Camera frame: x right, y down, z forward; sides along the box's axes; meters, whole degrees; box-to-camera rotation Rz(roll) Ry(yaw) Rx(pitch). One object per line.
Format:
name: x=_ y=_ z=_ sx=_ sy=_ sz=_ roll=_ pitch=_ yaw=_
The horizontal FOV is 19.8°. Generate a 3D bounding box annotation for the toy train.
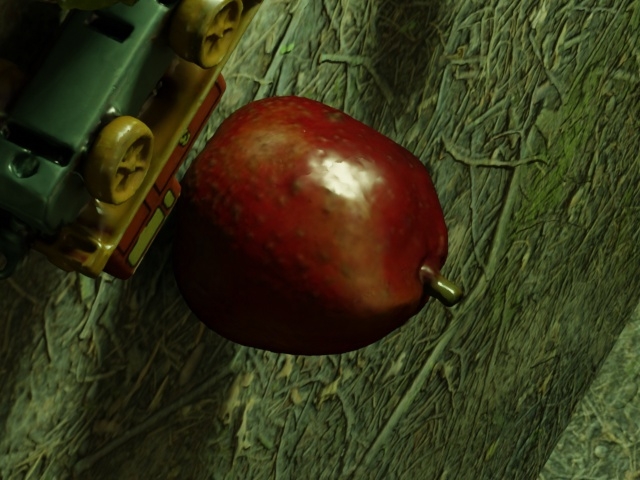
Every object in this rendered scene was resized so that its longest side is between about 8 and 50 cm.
toy train: x=-0.184 y=-0.113 z=1.611 sx=0.369 sy=0.163 sz=0.232 roll=-60 pitch=165 yaw=-13

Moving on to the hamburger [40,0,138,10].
hamburger: x=-0.186 y=-0.324 z=1.418 sx=0.302 sy=0.170 sz=0.302 roll=-13 pitch=110 yaw=-39

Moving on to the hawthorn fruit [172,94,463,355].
hawthorn fruit: x=0.000 y=0.000 z=1.853 sx=0.265 sy=0.307 sz=0.265 roll=-49 pitch=154 yaw=-34
